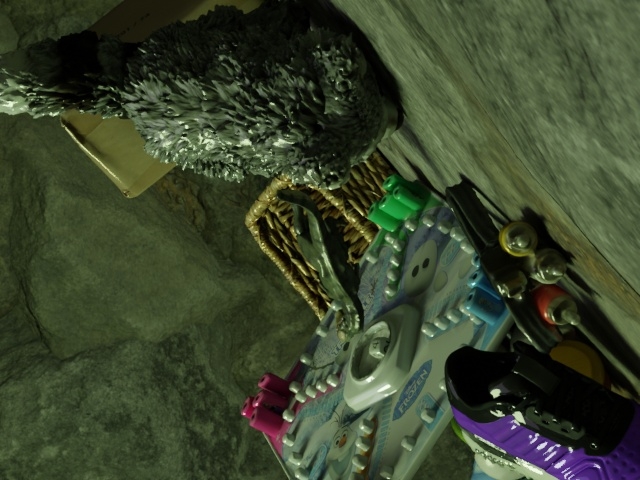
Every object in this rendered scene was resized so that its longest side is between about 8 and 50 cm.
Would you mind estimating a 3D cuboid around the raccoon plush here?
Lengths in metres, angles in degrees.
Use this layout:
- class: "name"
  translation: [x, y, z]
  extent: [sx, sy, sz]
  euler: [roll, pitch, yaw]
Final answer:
- class: "raccoon plush"
  translation: [-0.137, -0.134, 1.550]
  extent: [0.299, 0.447, 0.216]
  euler: [-131, 30, -73]

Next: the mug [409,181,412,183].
- class: "mug"
  translation: [0.121, -0.035, 1.936]
  extent: [0.062, 0.064, 0.078]
  euler: [53, 177, -28]

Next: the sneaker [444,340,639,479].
- class: "sneaker"
  translation: [0.234, 0.171, 1.371]
  extent: [0.293, 0.102, 0.146]
  euler: [11, 142, 42]

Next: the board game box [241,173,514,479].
- class: "board game box"
  translation: [0.061, 0.132, 1.676]
  extent: [0.050, 0.390, 0.390]
  euler: [29, -173, -23]

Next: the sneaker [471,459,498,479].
- class: "sneaker"
  translation: [0.361, 0.392, 2.074]
  extent: [0.330, 0.147, 0.130]
  euler: [24, 178, 40]

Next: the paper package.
- class: "paper package"
  translation: [-0.221, -0.252, 2.012]
  extent: [0.168, 0.325, 0.309]
  euler: [52, 178, -26]

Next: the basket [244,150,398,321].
- class: "basket"
  translation: [0.049, 0.007, 2.079]
  extent: [0.299, 0.223, 0.213]
  euler: [52, 178, 4]

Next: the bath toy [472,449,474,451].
- class: "bath toy"
  translation: [0.322, 0.294, 2.532]
  extent: [0.129, 0.151, 0.348]
  euler: [-6, 129, 41]

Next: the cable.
- class: "cable"
  translation: [0.197, 0.017, 1.412]
  extent: [0.139, 0.072, 0.287]
  euler: [59, -174, -17]

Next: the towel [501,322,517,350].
- class: "towel"
  translation: [0.235, 0.146, 1.777]
  extent: [0.235, 0.121, 0.283]
  euler: [50, 178, 11]

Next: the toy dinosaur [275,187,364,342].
- class: "toy dinosaur"
  translation: [0.000, 0.000, 1.615]
  extent: [0.118, 0.064, 0.268]
  euler: [-106, -8, -48]

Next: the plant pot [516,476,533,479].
- class: "plant pot"
  translation: [0.312, 0.369, 1.704]
  extent: [0.271, 0.272, 0.255]
  euler: [51, 180, 21]

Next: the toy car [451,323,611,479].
- class: "toy car"
  translation: [0.238, 0.180, 1.573]
  extent: [0.136, 0.182, 0.159]
  euler: [41, -153, -59]
